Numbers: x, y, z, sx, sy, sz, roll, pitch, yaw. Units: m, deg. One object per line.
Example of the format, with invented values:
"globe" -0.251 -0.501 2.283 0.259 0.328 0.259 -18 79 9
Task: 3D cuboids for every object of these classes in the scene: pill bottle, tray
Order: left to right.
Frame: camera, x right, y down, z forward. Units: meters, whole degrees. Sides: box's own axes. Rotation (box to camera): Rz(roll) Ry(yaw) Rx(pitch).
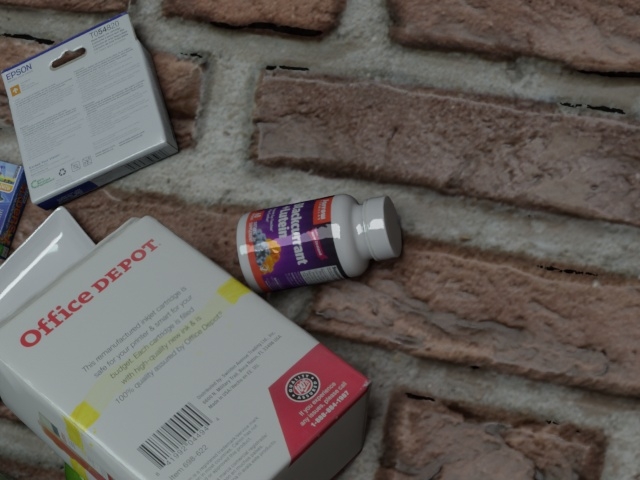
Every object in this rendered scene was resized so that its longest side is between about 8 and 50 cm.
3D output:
"tray" -0.410 0.094 1.806 0.270 0.030 0.145 -45 67 4
"pill bottle" 0.000 0.000 1.643 0.193 0.108 0.108 -11 73 16

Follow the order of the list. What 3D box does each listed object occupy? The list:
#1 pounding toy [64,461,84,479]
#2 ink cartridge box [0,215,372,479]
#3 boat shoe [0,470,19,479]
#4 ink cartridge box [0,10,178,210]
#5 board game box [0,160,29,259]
"pounding toy" -0.267 0.254 1.670 0.182 0.110 0.237 -4 75 18
"ink cartridge box" -0.173 0.185 1.570 0.384 0.160 0.279 36 59 24
"boat shoe" -0.374 0.402 1.633 0.500 0.187 0.156 27 80 18
"ink cartridge box" -0.331 -0.184 1.842 0.223 0.045 0.224 -22 69 12
"board game box" -0.526 -0.061 1.884 0.201 0.035 0.136 15 81 22
